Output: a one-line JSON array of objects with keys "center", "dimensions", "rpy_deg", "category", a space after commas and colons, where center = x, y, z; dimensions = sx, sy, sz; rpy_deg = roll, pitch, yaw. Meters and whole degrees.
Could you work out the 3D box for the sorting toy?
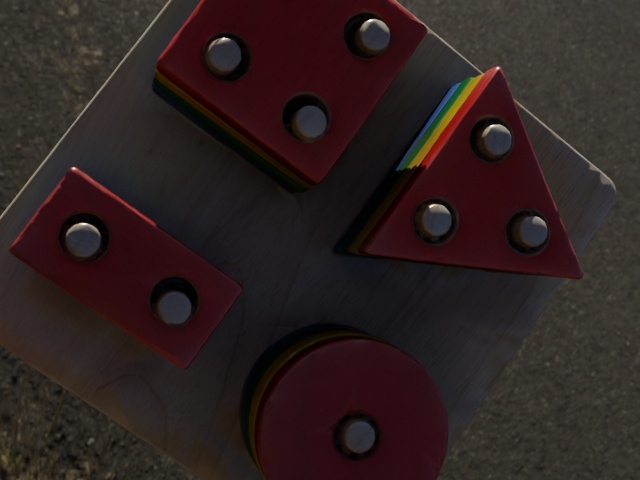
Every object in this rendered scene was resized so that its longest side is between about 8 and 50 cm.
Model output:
[{"center": [0.000, 0.000, 0.425], "dimensions": [0.255, 0.089, 0.257], "rpy_deg": [37, 82, -11], "category": "sorting toy"}]
